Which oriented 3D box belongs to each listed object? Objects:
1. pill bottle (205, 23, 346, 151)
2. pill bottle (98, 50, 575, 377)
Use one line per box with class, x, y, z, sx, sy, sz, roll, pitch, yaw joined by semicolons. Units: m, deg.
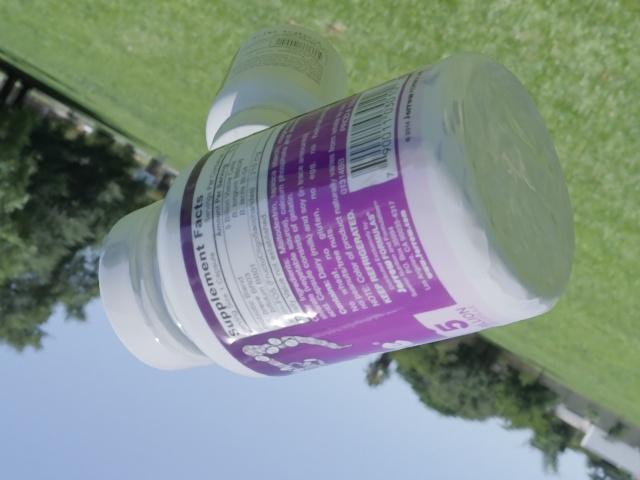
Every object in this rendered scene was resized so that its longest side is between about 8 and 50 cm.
pill bottle;-0.045;-0.120;1.032;0.131;0.131;0.229;30;-150;-12
pill bottle;0.000;0.000;0.688;0.302;0.169;0.169;-17;149;32
